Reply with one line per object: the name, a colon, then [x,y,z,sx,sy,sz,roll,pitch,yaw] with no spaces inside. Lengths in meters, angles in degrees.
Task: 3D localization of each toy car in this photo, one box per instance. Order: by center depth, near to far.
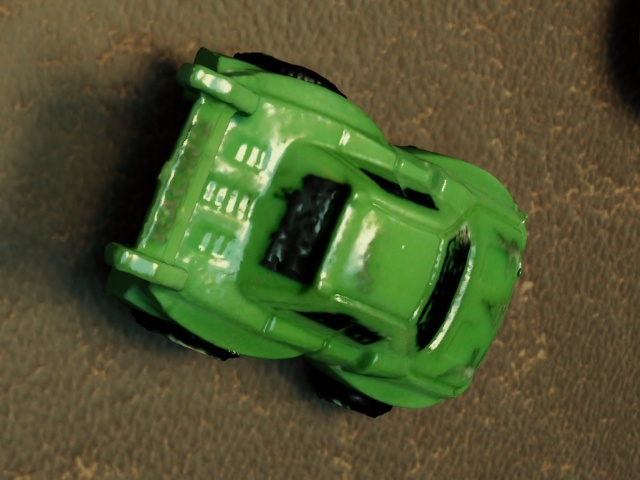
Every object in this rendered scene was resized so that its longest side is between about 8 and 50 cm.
toy car: [0.000,0.000,1.210,0.359,0.176,0.213,25,86,-30]

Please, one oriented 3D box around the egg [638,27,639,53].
egg: [0.353,-0.187,1.379,0.169,0.169,0.231,43,69,-27]
